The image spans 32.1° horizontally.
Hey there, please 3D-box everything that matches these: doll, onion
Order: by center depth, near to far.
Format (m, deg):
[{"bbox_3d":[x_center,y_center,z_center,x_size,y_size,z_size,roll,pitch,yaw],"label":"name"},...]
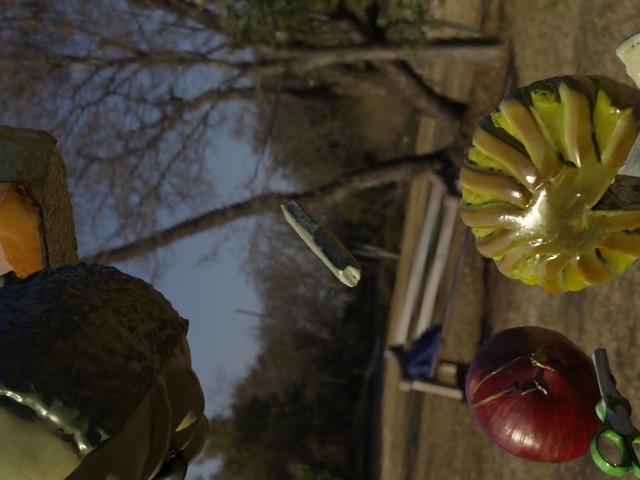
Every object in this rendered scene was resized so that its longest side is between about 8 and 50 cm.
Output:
[{"bbox_3d":[-0.213,0.141,0.901,0.349,0.247,0.247,-68,-12,-69],"label":"doll"},{"bbox_3d":[0.351,0.235,1.763,0.161,0.248,0.248,-55,9,35],"label":"onion"}]

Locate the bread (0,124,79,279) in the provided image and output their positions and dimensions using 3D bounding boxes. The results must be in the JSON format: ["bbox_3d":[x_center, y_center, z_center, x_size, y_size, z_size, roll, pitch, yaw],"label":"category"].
[{"bbox_3d":[-0.443,0.013,1.241,0.324,0.333,0.143,92,-175,-45],"label":"bread"}]

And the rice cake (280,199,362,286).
[{"bbox_3d":[0.000,0.000,2.177,0.052,0.256,0.057,-49,-46,7],"label":"rice cake"}]

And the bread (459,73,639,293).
[{"bbox_3d":[0.349,-0.069,1.592,0.160,0.333,0.333,-90,7,-61],"label":"bread"}]

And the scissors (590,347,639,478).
[{"bbox_3d":[0.388,0.225,1.469,0.204,0.101,0.027,-95,26,-46],"label":"scissors"}]

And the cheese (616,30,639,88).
[{"bbox_3d":[0.457,-0.108,1.278,0.400,0.085,0.034,46,-159,-35],"label":"cheese"}]

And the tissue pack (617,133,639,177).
[{"bbox_3d":[0.626,-0.075,1.876,0.209,0.269,0.137,-30,36,60],"label":"tissue pack"}]
